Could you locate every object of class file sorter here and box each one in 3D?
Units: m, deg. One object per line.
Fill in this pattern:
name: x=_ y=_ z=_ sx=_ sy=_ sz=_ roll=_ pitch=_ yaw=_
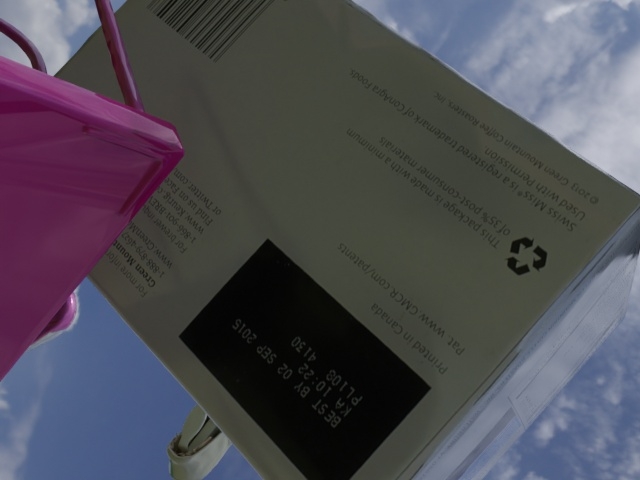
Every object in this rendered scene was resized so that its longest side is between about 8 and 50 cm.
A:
file sorter: x=-0.249 y=-0.036 z=0.376 sx=0.290 sy=0.202 sz=0.182 roll=-45 pitch=-130 yaw=27

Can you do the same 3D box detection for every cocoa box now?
cocoa box: x=0.000 y=0.000 z=0.512 sx=0.231 sy=0.228 sz=0.347 roll=-47 pitch=-117 yaw=-2

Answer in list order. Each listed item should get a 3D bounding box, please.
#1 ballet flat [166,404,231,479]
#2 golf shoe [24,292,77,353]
ballet flat: x=-0.126 y=0.229 z=1.056 sx=0.086 sy=0.086 sz=0.248 roll=-4 pitch=-144 yaw=46
golf shoe: x=-0.417 y=0.107 z=0.891 sx=0.306 sy=0.140 sz=0.115 roll=-14 pitch=-106 yaw=8
